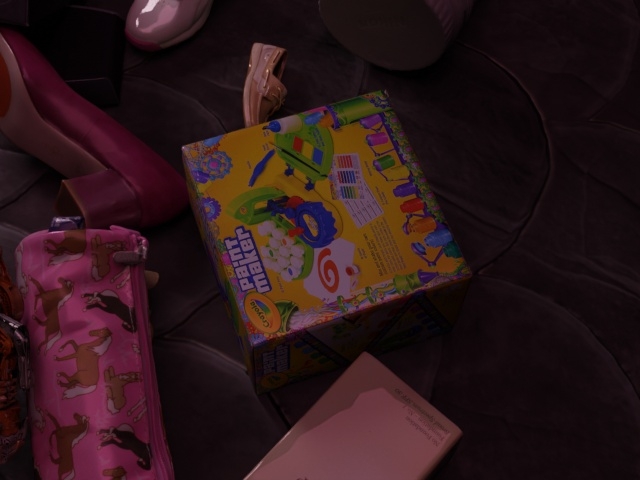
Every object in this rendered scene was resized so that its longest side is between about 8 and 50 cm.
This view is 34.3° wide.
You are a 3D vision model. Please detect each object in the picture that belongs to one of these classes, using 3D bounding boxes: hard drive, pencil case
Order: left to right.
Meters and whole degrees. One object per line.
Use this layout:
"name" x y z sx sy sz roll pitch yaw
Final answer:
"hard drive" -0.422 -0.277 1.536 0.255 0.054 0.171 0 62 -2
"pencil case" -0.264 0.170 1.223 0.160 0.167 0.386 0 69 -26

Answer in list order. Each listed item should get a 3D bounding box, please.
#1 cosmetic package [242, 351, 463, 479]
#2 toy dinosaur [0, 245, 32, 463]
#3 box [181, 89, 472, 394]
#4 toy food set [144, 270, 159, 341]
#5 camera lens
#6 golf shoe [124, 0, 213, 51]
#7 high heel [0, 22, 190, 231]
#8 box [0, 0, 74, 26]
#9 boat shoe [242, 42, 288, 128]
"cosmetic package" 0.007 0.300 1.211 0.160 0.113 0.309 38 66 17
"toy dinosaur" -0.407 0.091 1.205 0.218 0.164 0.321 -5 71 35
"box" 0.000 0.000 1.333 0.279 0.177 0.289 -16 64 -10
"toy food set" -0.283 0.125 1.342 0.133 0.038 0.192 12 73 10
"camera lens" 0.140 -0.418 1.534 0.219 0.219 0.274 22 63 10
"golf shoe" -0.192 -0.417 1.572 0.115 0.140 0.306 33 67 13
"high heel" -0.332 -0.166 1.444 0.181 0.127 0.377 -18 71 -39
"box" -0.430 -0.420 1.482 0.143 0.165 0.270 10 25 4
"boat shoe" -0.077 -0.219 1.511 0.059 0.063 0.170 2 61 6
